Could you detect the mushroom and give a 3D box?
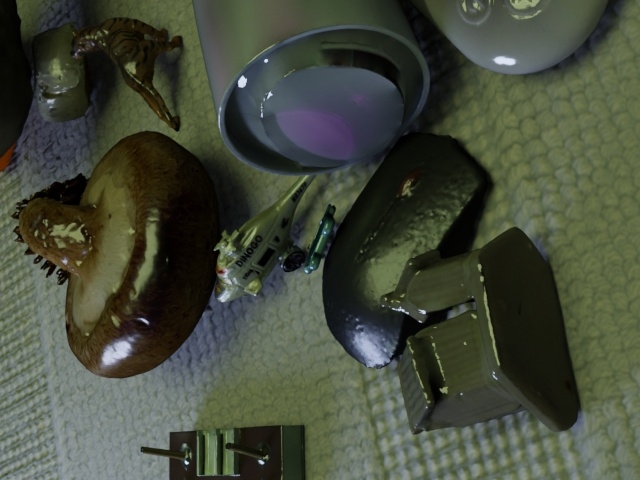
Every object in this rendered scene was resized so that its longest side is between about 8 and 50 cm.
[{"bbox_3d":[-0.257,0.018,1.811,0.345,0.239,0.345,30,130,44],"label":"mushroom"}]

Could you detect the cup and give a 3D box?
[{"bbox_3d":[-0.034,-0.280,1.577,0.253,0.253,0.372,-45,47,33],"label":"cup"}]

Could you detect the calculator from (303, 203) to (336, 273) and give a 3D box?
[{"bbox_3d":[0.000,0.000,1.616,0.141,0.019,0.094,-117,47,-85],"label":"calculator"}]

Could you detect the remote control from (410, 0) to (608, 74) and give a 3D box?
[{"bbox_3d":[0.190,-0.332,1.446,0.332,0.103,0.221,50,119,29],"label":"remote control"}]

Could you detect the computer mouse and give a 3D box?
[{"bbox_3d":[0.085,0.007,1.535,0.168,0.087,0.295,34,107,47],"label":"computer mouse"}]

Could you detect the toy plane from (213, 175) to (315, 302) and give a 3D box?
[{"bbox_3d":[-0.057,-0.031,1.689,0.286,0.108,0.092,-50,50,14],"label":"toy plane"}]

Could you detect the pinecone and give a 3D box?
[{"bbox_3d":[-0.392,-0.008,2.000,0.163,0.163,0.165,-26,82,41],"label":"pinecone"}]

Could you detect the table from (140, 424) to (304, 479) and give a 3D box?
[{"bbox_3d":[-0.141,0.311,1.715,0.240,0.111,0.122,-13,75,45],"label":"table"}]

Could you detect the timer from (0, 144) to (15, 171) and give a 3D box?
[{"bbox_3d":[-0.639,-0.269,2.292,0.257,0.161,0.250,23,95,46],"label":"timer"}]

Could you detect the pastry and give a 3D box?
[{"bbox_3d":[-0.418,-0.268,2.069,0.166,0.088,0.166,173,90,-82],"label":"pastry"}]

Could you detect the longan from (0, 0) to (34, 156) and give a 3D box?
[{"bbox_3d":[-0.660,-0.296,1.974,0.404,0.404,0.436,10,110,47],"label":"longan"}]

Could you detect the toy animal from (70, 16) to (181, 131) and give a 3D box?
[{"bbox_3d":[-0.269,-0.257,1.926,0.255,0.116,0.114,50,121,38],"label":"toy animal"}]

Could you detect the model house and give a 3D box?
[{"bbox_3d":[0.160,0.113,1.401,0.188,0.122,0.229,-20,73,31],"label":"model house"}]
